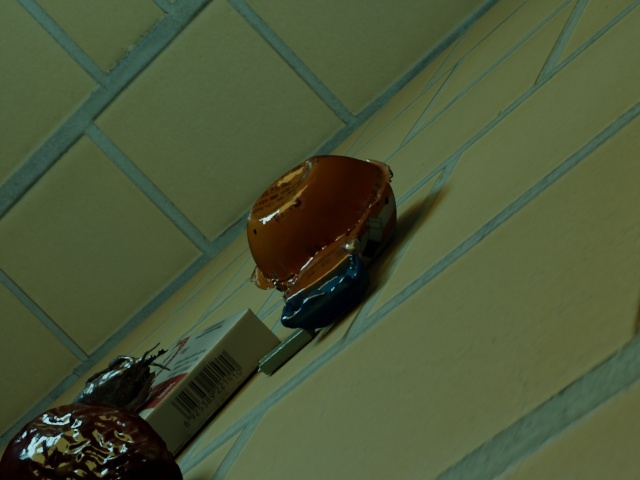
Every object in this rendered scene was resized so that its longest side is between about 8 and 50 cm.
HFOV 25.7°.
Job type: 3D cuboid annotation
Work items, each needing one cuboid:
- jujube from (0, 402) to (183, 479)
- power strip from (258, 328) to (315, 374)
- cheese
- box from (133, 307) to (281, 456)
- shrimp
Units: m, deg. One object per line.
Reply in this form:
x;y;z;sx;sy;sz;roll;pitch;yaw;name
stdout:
-0.217;0.237;1.348;0.168;0.168;0.236;-47;22;-29;jujube
-0.038;0.118;1.528;0.083;0.017;0.027;-42;6;19;power strip
0.000;0.000;1.599;0.217;0.129;0.329;-39;19;14;cheese
-0.187;0.201;1.759;0.214;0.069;0.353;-46;5;-20;box
-0.244;0.181;1.668;0.190;0.075;0.073;-48;-15;23;shrimp
